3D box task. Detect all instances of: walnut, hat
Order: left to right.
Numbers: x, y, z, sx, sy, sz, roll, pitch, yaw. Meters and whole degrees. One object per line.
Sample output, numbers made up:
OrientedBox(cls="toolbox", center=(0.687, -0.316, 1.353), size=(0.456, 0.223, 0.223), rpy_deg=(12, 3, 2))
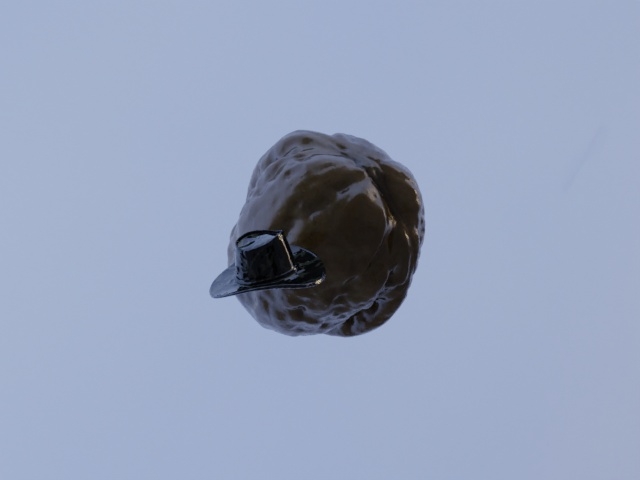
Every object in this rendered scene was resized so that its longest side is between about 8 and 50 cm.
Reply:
OrientedBox(cls="hat", center=(-0.052, 0.017, 0.762), size=(0.121, 0.121, 0.050), rpy_deg=(-19, -67, -29))
OrientedBox(cls="walnut", center=(0.000, 0.000, 0.947), size=(0.224, 0.257, 0.257), rpy_deg=(-32, -63, -47))
